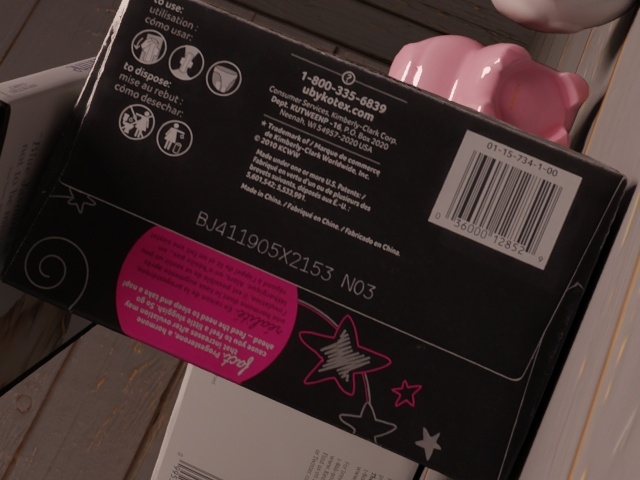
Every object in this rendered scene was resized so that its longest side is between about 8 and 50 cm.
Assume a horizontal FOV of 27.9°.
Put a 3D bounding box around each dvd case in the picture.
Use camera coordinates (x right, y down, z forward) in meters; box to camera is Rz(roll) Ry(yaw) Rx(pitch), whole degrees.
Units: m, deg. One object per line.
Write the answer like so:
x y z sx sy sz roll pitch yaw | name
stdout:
-0.136 -0.011 0.688 0.253 0.022 0.180 -46 -25 -69 | dvd case

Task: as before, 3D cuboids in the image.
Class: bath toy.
0.103 -0.080 0.905 0.348 0.151 0.129 -65 11 -8 | bath toy

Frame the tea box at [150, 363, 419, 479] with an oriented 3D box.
0.015 0.098 1.215 0.323 0.220 0.329 -59 -9 -63 | tea box

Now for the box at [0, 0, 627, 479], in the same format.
0.000 0.000 0.642 0.142 0.247 0.163 68 -135 -83 | box
